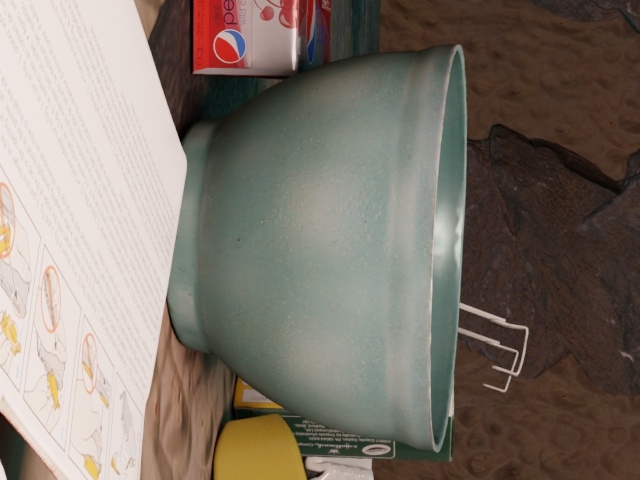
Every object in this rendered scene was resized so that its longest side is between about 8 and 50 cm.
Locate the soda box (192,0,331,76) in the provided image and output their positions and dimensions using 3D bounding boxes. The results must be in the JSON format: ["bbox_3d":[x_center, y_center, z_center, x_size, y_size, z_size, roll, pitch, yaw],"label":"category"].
[{"bbox_3d":[-0.043,-0.182,1.067,0.263,0.083,0.092,-52,144,-81],"label":"soda box"}]

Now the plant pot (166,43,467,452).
[{"bbox_3d":[0.000,0.000,0.935,0.293,0.196,0.293,3,90,-80],"label":"plant pot"}]

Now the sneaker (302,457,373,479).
[{"bbox_3d":[-0.001,0.268,1.275,0.118,0.110,0.292,-39,-142,44],"label":"sneaker"}]

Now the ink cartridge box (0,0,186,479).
[{"bbox_3d":[-0.116,-0.001,0.461,0.296,0.066,0.261,80,13,-60],"label":"ink cartridge box"}]

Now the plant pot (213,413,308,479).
[{"bbox_3d":[-0.051,0.197,1.094,0.081,0.081,0.083,80,1,-61],"label":"plant pot"}]

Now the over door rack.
[{"bbox_3d":[0.109,0.048,1.499,0.108,0.324,0.239,-57,169,-7],"label":"over door rack"}]

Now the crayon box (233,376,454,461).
[{"bbox_3d":[0.035,0.067,1.282,0.083,0.203,0.323,85,8,-46],"label":"crayon box"}]
